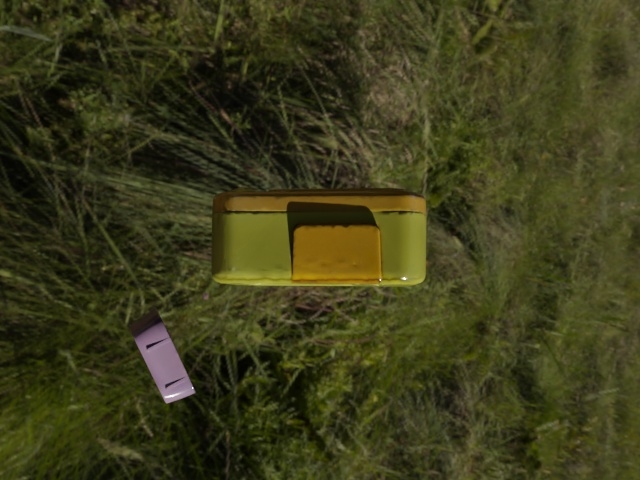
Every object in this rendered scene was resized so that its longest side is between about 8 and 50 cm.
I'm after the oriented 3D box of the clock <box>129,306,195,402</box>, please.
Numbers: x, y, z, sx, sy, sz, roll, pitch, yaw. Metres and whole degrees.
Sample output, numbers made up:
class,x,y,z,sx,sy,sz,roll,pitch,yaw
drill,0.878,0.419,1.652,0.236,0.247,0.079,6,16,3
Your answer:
class,x,y,z,sx,sy,sz,roll,pitch,yaw
clock,-0.261,0.185,1.030,0.110,0.050,0.153,25,-43,66

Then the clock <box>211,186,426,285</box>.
class,x,y,z,sx,sy,sz,roll,pitch,yaw
clock,0.000,0.000,0.630,0.143,0.202,0.096,70,21,-82
